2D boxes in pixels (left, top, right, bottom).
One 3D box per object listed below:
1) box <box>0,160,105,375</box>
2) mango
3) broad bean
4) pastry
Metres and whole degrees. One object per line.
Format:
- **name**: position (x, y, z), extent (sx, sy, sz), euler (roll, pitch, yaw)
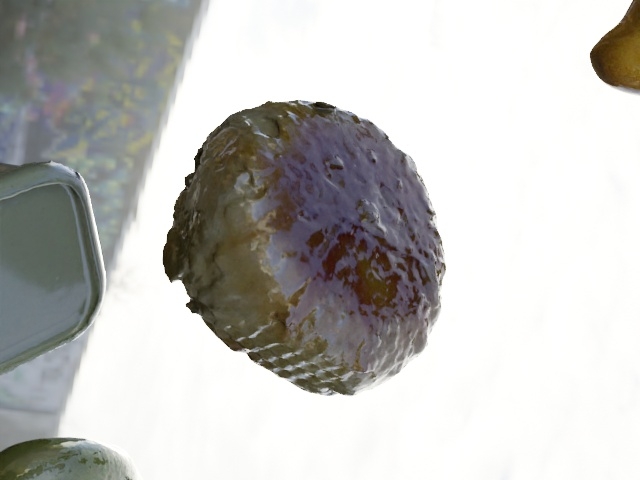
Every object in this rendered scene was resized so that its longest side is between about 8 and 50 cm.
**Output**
- **box**: position (-0.300, 0.031, 0.896), extent (0.178, 0.274, 0.138), euler (16, -60, 44)
- **mango**: position (0.449, -0.272, 1.665), extent (0.262, 0.157, 0.109), euler (-35, -162, 17)
- **broad bean**: position (-0.248, 0.237, 1.216), extent (0.121, 0.189, 0.263), euler (63, 9, 27)
- **pastry**: position (0.000, 0.000, 0.880), extent (0.093, 0.192, 0.182), euler (-27, -139, 44)
